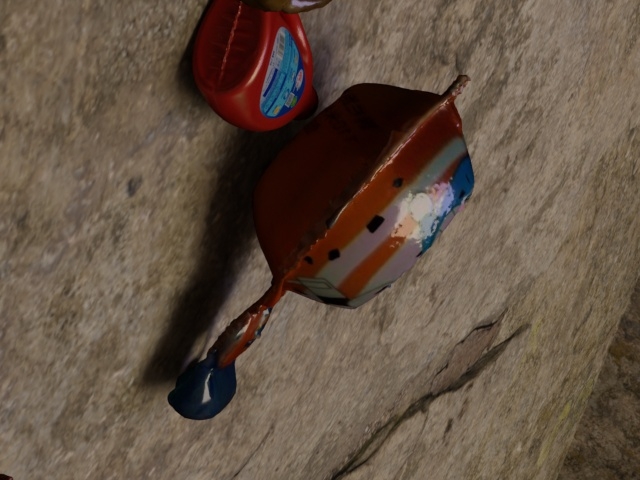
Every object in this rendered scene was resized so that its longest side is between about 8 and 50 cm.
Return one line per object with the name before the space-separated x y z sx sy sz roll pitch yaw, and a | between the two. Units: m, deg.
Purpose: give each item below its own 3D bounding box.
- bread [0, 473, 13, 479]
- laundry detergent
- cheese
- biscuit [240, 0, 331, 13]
bread | -0.232 0.223 0.855 0.212 0.142 0.224 -23 135 -56
laundry detergent | -0.035 -0.119 1.059 0.165 0.049 0.097 25 82 -73
cheese | 0.000 0.000 1.162 0.329 0.129 0.217 -49 177 9
biscuit | 0.048 -0.307 0.975 0.381 0.074 0.359 3 109 -65
